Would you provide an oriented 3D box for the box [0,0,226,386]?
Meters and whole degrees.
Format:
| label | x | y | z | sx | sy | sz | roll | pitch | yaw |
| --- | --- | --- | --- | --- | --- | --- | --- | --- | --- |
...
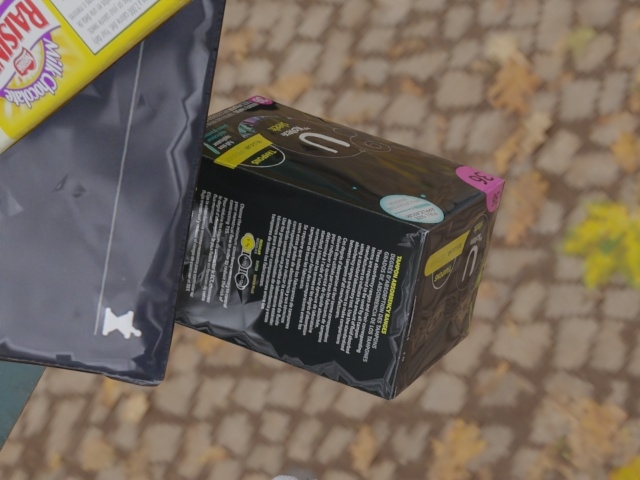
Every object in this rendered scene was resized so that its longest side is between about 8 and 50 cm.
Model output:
| label | x | y | z | sx | sy | sz | roll | pitch | yaw |
| --- | --- | --- | --- | --- | --- | --- | --- | --- | --- |
| box | -0.199 | -0.130 | 0.872 | 0.179 | 0.313 | 0.343 | -158 | 78 | -83 |

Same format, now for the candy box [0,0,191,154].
| label | x | y | z | sx | sy | sz | roll | pitch | yaw |
| --- | --- | --- | --- | --- | --- | --- | --- | --- | --- |
| candy box | -0.067 | -0.099 | 0.485 | 0.027 | 0.105 | 0.206 | -44 | 10 | -36 |

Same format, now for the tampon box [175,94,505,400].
| label | x | y | z | sx | sy | sz | roll | pitch | yaw |
| --- | --- | --- | --- | --- | --- | --- | --- | --- | --- |
| tampon box | 0.000 | 0.000 | 1.074 | 0.161 | 0.120 | 0.101 | 19 | 112 | 19 |

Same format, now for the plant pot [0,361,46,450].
| label | x | y | z | sx | sy | sz | roll | pitch | yaw |
| --- | --- | --- | --- | --- | --- | --- | --- | --- | --- |
| plant pot | -0.347 | 0.075 | 1.346 | 0.248 | 0.252 | 0.247 | -43 | 15 | 37 |

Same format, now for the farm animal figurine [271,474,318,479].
| label | x | y | z | sx | sy | sz | roll | pitch | yaw |
| --- | --- | --- | --- | --- | --- | --- | --- | --- | --- |
| farm animal figurine | 0.135 | 0.212 | 0.528 | 0.172 | 0.330 | 0.326 | -44 | 48 | 33 |
